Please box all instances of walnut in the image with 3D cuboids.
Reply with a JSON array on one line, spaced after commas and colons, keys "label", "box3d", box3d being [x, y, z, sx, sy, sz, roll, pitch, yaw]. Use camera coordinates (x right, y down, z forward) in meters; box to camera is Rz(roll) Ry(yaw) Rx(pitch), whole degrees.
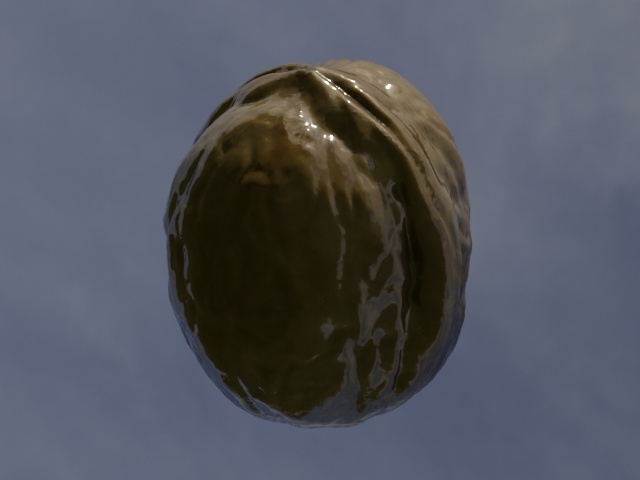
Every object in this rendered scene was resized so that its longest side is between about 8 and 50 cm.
[{"label": "walnut", "box3d": [-0.002, 0.000, 1.403, 0.252, 0.277, 0.313, -142, -137, -58]}]
